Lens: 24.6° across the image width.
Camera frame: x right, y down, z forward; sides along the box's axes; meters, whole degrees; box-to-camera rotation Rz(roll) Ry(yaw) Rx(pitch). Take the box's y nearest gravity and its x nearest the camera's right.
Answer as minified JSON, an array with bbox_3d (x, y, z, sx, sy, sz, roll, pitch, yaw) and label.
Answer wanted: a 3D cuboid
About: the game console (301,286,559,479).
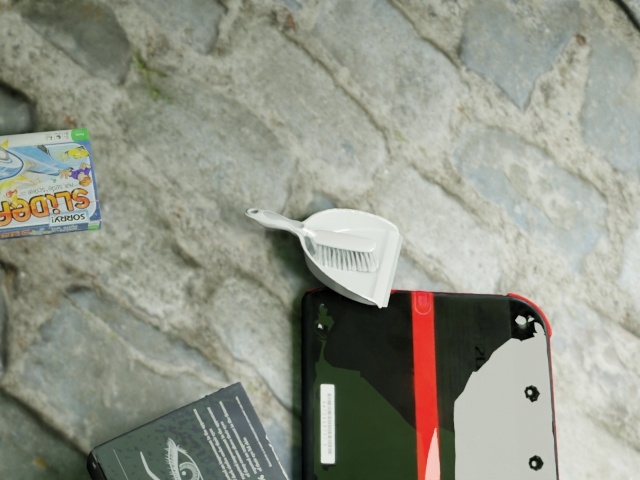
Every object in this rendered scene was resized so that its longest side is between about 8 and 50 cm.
[{"bbox_3d":[0.144,0.248,1.913,0.341,0.060,0.387,2,68,-6],"label":"game console"}]

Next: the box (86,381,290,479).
[{"bbox_3d":[-0.161,0.289,1.792,0.207,0.108,0.153,-22,76,-19],"label":"box"}]

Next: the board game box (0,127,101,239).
[{"bbox_3d":[-0.396,-0.071,1.920,0.201,0.035,0.136,-7,71,-15],"label":"board game box"}]

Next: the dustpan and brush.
[{"bbox_3d":[0.000,0.000,1.957,0.211,0.060,0.147,12,47,5],"label":"dustpan and brush"}]
